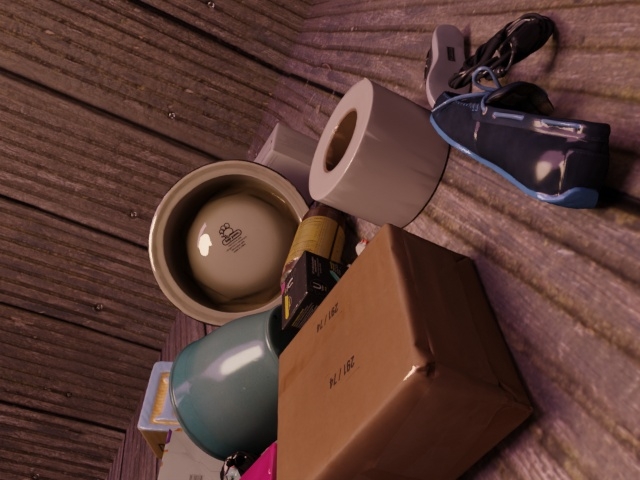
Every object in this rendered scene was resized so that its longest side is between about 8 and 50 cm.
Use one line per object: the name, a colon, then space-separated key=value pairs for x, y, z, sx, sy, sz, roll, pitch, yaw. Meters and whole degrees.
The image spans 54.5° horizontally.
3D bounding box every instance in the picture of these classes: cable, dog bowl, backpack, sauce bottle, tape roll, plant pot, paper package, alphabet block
cable: x=0.279 y=-0.289 z=0.962 sx=0.150 sy=0.047 sz=0.184 roll=-23 pitch=22 yaw=53
dog bowl: x=-0.210 y=0.012 z=1.557 sx=0.150 sy=0.408 sz=0.407 roll=98 pitch=-168 yaw=-86
backpack: x=-0.099 y=0.481 z=1.134 sx=0.182 sy=0.152 sz=0.115 roll=50 pitch=123 yaw=55
sauce bottle: x=0.000 y=0.000 z=1.353 sx=0.111 sy=0.111 sz=0.344 roll=-55 pitch=9 yaw=34
tape roll: x=0.106 y=-0.159 z=1.184 sx=0.246 sy=0.169 sz=0.246 roll=-53 pitch=24 yaw=36
plant pot: x=-0.114 y=0.260 z=1.234 sx=0.255 sy=0.272 sz=0.271 roll=-39 pitch=32 yaw=29
paper package: x=0.087 y=0.189 z=0.853 sx=0.325 sy=0.168 sz=0.309 roll=-55 pitch=21 yaw=29
alphabet block: x=-0.337 y=0.443 z=1.607 sx=0.197 sy=0.194 sz=0.192 roll=87 pitch=-172 yaw=-52

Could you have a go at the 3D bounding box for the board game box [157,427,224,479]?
board game box: x=-0.252 y=0.529 z=1.320 sx=0.275 sy=0.144 sz=0.142 roll=97 pitch=176 yaw=-46

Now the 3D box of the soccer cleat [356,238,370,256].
soccer cleat: x=0.105 y=0.052 z=1.125 sx=0.076 sy=0.068 sz=0.196 roll=-69 pitch=22 yaw=8

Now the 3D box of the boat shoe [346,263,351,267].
boat shoe: x=0.043 y=0.096 z=1.285 sx=0.125 sy=0.038 sz=0.046 roll=-50 pitch=11 yaw=39

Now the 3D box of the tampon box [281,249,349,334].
tampon box: x=0.020 y=0.114 z=1.138 sx=0.101 sy=0.161 sz=0.120 roll=-57 pitch=22 yaw=31

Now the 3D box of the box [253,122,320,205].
box: x=-0.082 y=-0.194 z=1.712 sx=0.181 sy=0.182 sz=0.119 roll=-50 pitch=26 yaw=42

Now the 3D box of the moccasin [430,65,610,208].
moccasin: x=0.268 y=-0.154 z=0.826 sx=0.342 sy=0.138 sz=0.116 roll=-129 pitch=47 yaw=-54

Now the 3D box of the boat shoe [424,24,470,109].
boat shoe: x=0.227 y=-0.308 z=1.169 sx=0.076 sy=0.080 sz=0.228 roll=108 pitch=168 yaw=-56

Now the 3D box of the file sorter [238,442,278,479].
file sorter: x=-0.037 y=0.481 z=0.870 sx=0.202 sy=0.182 sz=0.290 roll=-54 pitch=23 yaw=39
